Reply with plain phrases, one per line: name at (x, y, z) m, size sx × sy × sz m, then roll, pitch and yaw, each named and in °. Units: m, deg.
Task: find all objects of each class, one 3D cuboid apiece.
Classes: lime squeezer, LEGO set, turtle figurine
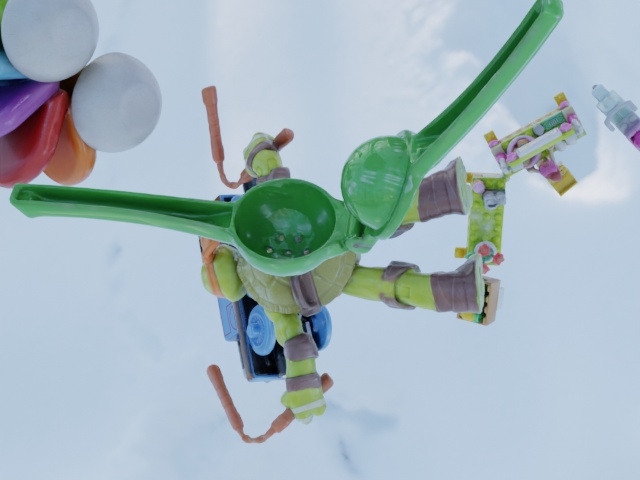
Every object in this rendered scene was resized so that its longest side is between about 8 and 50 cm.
lime squeezer at (-0.001, -0.038, 0.741) m, size 0.310 × 0.110 × 0.059 m, roll -17°, pitch 31°, yaw 29°
LEGO set at (0.204, -0.039, 1.487) m, size 0.287 × 0.132 × 0.107 m, roll -51°, pitch 7°, yaw 12°
turtle figurine at (0.000, 0.000, 1.057) m, size 0.217 × 0.087 × 0.269 m, roll -10°, pitch 78°, yaw 14°

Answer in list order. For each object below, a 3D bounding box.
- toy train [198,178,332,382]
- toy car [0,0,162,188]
toy train at (-0.048, 0.037, 1.266) m, size 0.105 × 0.080 × 0.184 m, roll -37°, pitch 61°, yaw 55°
toy car at (-0.223, -0.113, 1.105) m, size 0.159 × 0.182 × 0.136 m, roll 16°, pitch 64°, yaw 45°
